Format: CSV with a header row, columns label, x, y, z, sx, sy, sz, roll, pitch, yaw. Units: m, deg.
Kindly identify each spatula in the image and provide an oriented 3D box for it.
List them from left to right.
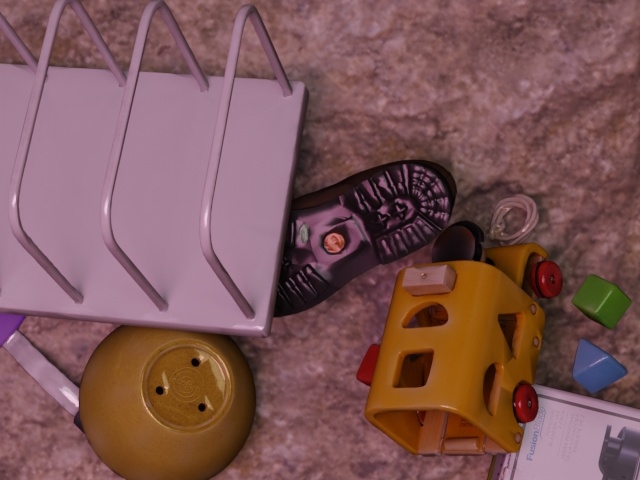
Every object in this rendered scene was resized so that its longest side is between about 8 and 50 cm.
label,x,y,z,sx,sy,sz,roll,pitch,yaw
spatula,-0.197,0.111,1.251,0.296,0.030,0.084,42,88,2

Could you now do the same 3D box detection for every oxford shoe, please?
label,x,y,z,sx,sy,sz,roll,pitch,yaw
oxford shoe,0.000,0.000,1.239,0.227,0.096,0.083,-17,98,17

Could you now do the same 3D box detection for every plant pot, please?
label,x,y,z,sx,sy,sz,roll,pitch,yaw
plant pot,-0.104,0.112,1.203,0.134,0.095,0.134,3,78,-14

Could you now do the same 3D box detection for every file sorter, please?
label,x,y,z,sx,sy,sz,roll,pitch,yaw
file sorter,-0.172,-0.061,1.144,0.278,0.173,0.193,4,70,13

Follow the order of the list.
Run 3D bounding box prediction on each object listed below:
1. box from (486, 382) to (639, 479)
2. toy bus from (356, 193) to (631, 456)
label,x,y,z,sx,sy,sz,roll,pitch,yaw
box,0.264,0.216,1.220,0.290,0.087,0.169,13,86,0
toy bus,0.100,0.054,1.179,0.191,0.202,0.104,-44,132,6
